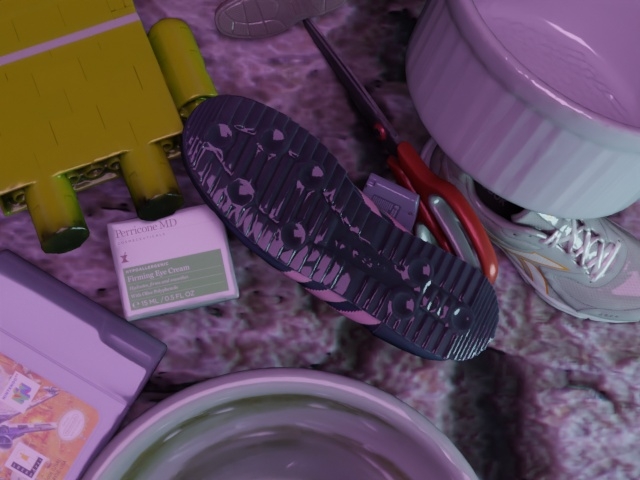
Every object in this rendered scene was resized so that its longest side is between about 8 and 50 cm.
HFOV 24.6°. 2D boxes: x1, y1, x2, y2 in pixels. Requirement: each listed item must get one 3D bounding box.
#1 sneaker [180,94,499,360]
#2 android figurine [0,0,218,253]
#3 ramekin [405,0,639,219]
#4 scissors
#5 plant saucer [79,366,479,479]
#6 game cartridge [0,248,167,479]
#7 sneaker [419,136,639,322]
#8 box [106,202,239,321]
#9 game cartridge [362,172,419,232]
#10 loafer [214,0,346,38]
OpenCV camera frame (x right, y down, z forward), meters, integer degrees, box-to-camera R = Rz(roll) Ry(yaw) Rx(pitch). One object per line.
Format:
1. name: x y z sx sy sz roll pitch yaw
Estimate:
1. sneaker: 0.000 0.000 1.264 0.319 0.131 0.112 40 75 -13
2. android figurine: -0.219 -0.125 1.258 0.248 0.056 0.273 -22 66 -10
3. ramekin: 0.206 -0.150 1.249 0.277 0.135 0.277 15 48 -18
4. scissors: 0.071 -0.087 1.308 0.021 0.109 0.297 -26 90 -24
5. plant saucer: -0.039 0.309 1.284 0.400 0.100 0.401 0 88 -7
6. game cartridge: -0.294 0.169 1.286 0.198 0.062 0.297 31 85 -9
7. sneaker: 0.204 -0.009 1.309 0.262 0.121 0.099 32 86 -4
8. box: -0.127 0.019 1.282 0.101 0.102 0.087 -12 87 -5
9. game cartridge: 0.056 -0.021 1.318 0.056 0.083 0.017 28 47 2
10. loafer: -0.037 -0.216 1.335 0.125 0.039 0.045 -16 123 -4
